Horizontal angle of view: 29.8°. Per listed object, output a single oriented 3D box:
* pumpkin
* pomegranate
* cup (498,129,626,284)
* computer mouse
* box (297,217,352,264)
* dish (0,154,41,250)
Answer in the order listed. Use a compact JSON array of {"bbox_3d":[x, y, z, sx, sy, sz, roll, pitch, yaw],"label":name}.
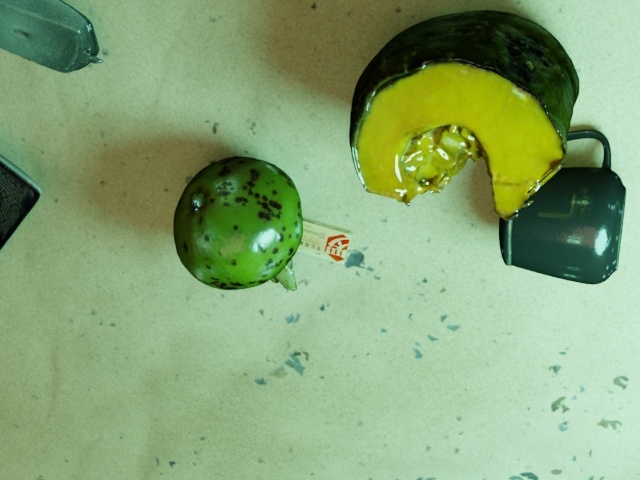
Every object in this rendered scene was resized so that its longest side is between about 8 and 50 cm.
[{"bbox_3d":[0.197,-0.186,1.658,0.303,0.225,0.256,11,122,6],"label":"pumpkin"},{"bbox_3d":[-0.113,-0.015,1.849,0.211,0.211,0.263,-25,144,23],"label":"pomegranate"},{"bbox_3d":[0.354,-0.052,1.748,0.176,0.169,0.223,5,84,18],"label":"cup"},{"bbox_3d":[-0.430,-0.328,1.814,0.229,0.068,0.113,21,139,-12],"label":"computer mouse"},{"bbox_3d":[0.000,0.000,1.920,0.093,0.015,0.058,16,121,4],"label":"box"},{"bbox_3d":[-0.571,-0.070,1.973,0.182,0.080,0.243,38,120,-8],"label":"dish"}]
